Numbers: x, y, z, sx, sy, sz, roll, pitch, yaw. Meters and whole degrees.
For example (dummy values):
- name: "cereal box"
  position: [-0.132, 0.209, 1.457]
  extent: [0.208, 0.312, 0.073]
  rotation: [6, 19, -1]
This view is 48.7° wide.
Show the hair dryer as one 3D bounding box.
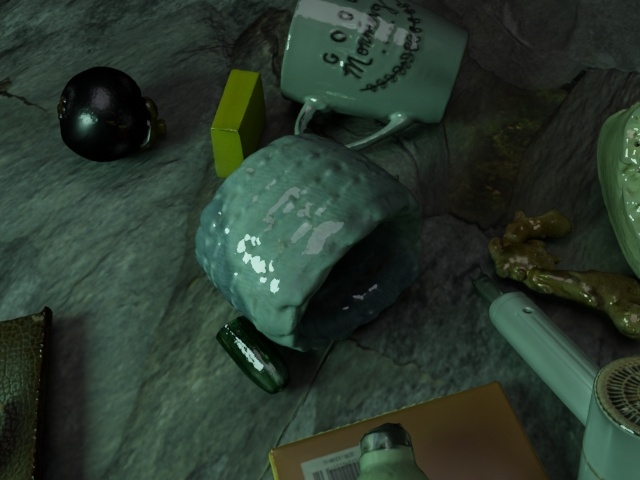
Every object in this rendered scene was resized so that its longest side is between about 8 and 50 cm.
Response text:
- name: "hair dryer"
  position: [0.251, 0.136, 0.737]
  extent: [0.108, 0.173, 0.357]
  rotation: [-13, 34, -13]

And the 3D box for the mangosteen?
- name: "mangosteen"
  position: [-0.284, -0.171, 0.981]
  extent: [0.151, 0.137, 0.137]
  rotation: [9, 43, -38]

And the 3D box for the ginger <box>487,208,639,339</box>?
- name: "ginger"
  position: [0.294, 0.041, 0.849]
  extent: [0.176, 0.052, 0.193]
  rotation: [-1, 44, -1]

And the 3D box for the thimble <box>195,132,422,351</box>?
- name: "thimble"
  position: [0.000, 0.000, 0.783]
  extent: [0.250, 0.204, 0.172]
  rotation: [-25, 54, -39]

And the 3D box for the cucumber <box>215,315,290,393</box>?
- name: "cucumber"
  position: [-0.069, 0.128, 0.784]
  extent: [0.048, 0.048, 0.105]
  rotation: [-33, 61, -23]

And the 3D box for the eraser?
- name: "eraser"
  position: [-0.112, -0.159, 0.977]
  extent: [0.045, 0.097, 0.122]
  rotation: [9, 54, 7]

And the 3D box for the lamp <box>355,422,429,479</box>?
- name: "lamp"
  position: [0.067, 0.279, 0.605]
  extent: [0.101, 0.101, 0.250]
  rotation: [-4, 56, -2]

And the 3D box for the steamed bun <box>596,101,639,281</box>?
- name: "steamed bun"
  position: [0.474, -0.040, 0.812]
  extent: [0.291, 0.273, 0.272]
  rotation: [0, 95, 4]

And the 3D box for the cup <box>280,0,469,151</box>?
- name: "cup"
  position: [0.067, -0.225, 1.000]
  extent: [0.234, 0.186, 0.258]
  rotation: [19, 84, 5]

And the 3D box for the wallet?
- name: "wallet"
  position: [-0.348, 0.189, 0.742]
  extent: [0.133, 0.039, 0.243]
  rotation: [-14, 51, -1]

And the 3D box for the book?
- name: "book"
  position: [0.123, 0.325, 0.640]
  extent: [0.263, 0.028, 0.373]
  rotation: [-13, 53, -10]
